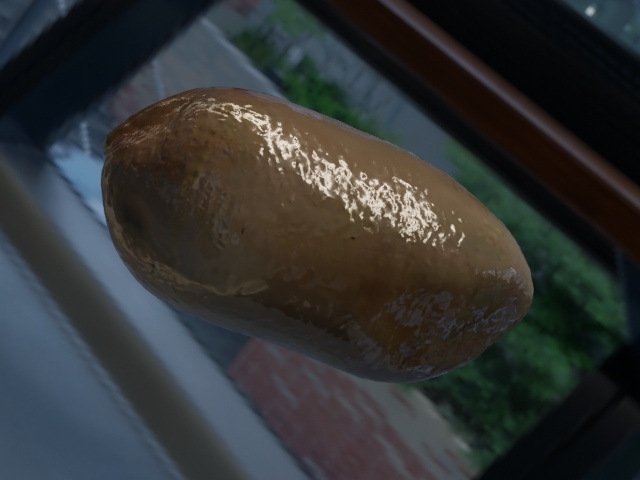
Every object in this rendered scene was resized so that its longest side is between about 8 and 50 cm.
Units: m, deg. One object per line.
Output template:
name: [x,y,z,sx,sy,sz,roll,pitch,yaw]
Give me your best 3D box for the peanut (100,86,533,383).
peanut: [0.000,0.000,0.508,0.152,0.076,0.076,22,15,-15]
